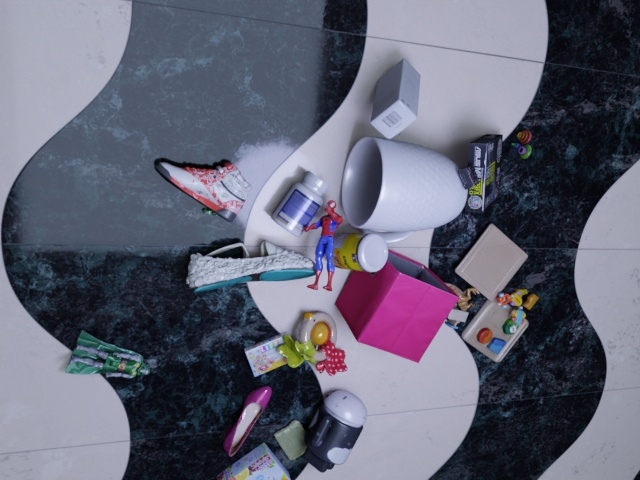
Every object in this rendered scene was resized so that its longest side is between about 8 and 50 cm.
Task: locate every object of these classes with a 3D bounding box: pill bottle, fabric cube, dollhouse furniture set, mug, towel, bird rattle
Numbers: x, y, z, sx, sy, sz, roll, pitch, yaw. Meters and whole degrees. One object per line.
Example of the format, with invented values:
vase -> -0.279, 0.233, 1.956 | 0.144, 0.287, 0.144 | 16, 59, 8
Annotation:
pill bottle -> 0.101, 0.035, 1.625 | 0.117, 0.215, 0.117 | -1, 92, -37
fabric cube -> 0.240, 0.197, 1.696 | 0.259, 0.254, 0.258 | 23, 104, -24
dollhouse furniture set -> 0.395, 0.263, 1.815 | 0.129, 0.184, 0.129 | 14, 101, -21
pill bottle -> -0.057, -0.115, 1.592 | 0.112, 0.112, 0.186 | 34, 94, -24
mug -> 0.255, -0.129, 1.631 | 0.328, 0.276, 0.374 | 5, 135, -22
towel -> -0.095, 0.723, 1.876 | 0.110, 0.027, 0.148 | -33, 114, -6
bird rattle -> 0.000, 0.345, 1.735 | 0.253, 0.143, 0.207 | 18, 78, -35

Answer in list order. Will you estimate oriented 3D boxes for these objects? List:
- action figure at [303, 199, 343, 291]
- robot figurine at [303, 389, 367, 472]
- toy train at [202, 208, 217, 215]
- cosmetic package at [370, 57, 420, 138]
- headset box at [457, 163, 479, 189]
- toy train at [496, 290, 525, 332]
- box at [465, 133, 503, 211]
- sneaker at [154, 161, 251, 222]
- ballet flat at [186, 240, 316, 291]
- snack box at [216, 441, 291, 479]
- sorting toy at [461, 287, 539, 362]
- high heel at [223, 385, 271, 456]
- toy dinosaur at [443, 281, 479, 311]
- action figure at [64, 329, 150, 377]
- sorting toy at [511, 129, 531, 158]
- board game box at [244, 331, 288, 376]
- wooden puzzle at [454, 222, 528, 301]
action figure -> 0.000, 0.000, 1.556 | 0.139, 0.091, 0.280 | 31, 65, -54
robot figurine -> 0.048, 0.665, 1.825 | 0.174, 0.209, 0.278 | 27, 91, -10
toy train -> -0.315, -0.082, 1.564 | 0.083, 0.024, 0.017 | 7, 103, -20
cosmetic package -> 0.223, -0.418, 1.523 | 0.085, 0.231, 0.117 | 36, 135, -23
headset box -> 0.442, -0.190, 1.549 | 0.032, 0.083, 0.062 | -21, 95, 35
toy train -> 0.712, 0.258, 1.955 | 0.125, 0.046, 0.166 | -29, 105, -27
box -> 0.538, -0.226, 1.694 | 0.270, 0.060, 0.216 | -30, 123, -58
sneaker -> -0.330, -0.183, 1.499 | 0.270, 0.090, 0.145 | 35, 83, -19
ballet flat -> -0.208, 0.067, 1.594 | 0.409, 0.147, 0.147 | -6, 108, -18
snack box -> -0.235, 0.851, 1.844 | 0.207, 0.070, 0.174 | -33, 113, -6
sorting toy -> 0.715, 0.311, 2.014 | 0.229, 0.041, 0.307 | 35, 93, -24
high heel -> -0.241, 0.606, 1.742 | 0.244, 0.117, 0.082 | -45, 114, -1
toy dinosaur -> 0.520, 0.206, 1.907 | 0.112, 0.064, 0.211 | -33, 113, -5
action figure -> -0.632, 0.370, 1.577 | 0.232, 0.063, 0.137 | 21, 95, -26
sorting toy -> 0.701, -0.337, 1.807 | 0.042, 0.061, 0.102 | 11, 79, -21
board game box -> -0.168, 0.384, 1.750 | 0.154, 0.026, 0.103 | -21, 111, -11
wooden puzzle -> 0.630, 0.082, 1.916 | 0.239, 0.044, 0.221 | 37, 92, -24
